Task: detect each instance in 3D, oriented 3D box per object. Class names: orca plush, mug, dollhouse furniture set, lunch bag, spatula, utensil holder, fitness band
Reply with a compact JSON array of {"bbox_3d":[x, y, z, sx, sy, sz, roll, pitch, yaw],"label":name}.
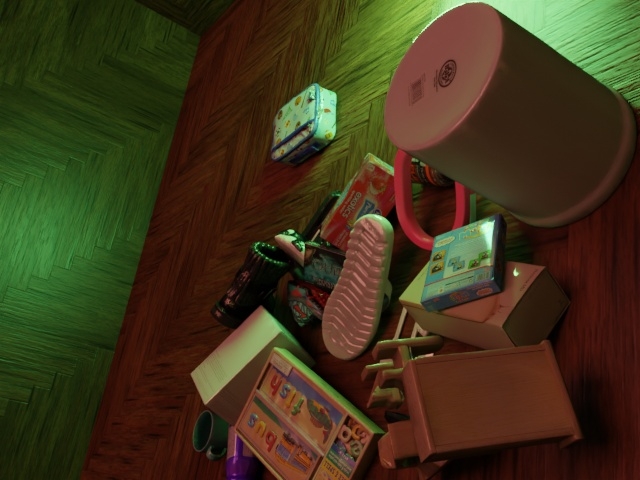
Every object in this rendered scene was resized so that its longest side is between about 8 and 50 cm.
[{"bbox_3d":[-0.006,0.037,1.973,0.102,0.151,0.287,-44,45,-15],"label":"orca plush"},{"bbox_3d":[-0.339,0.634,2.151,0.129,0.098,0.157,-27,49,47],"label":"mug"},{"bbox_3d":[0.258,0.346,1.239,0.394,0.257,0.361,102,162,-58],"label":"dollhouse furniture set"},{"bbox_3d":[-0.060,-0.403,2.386,0.303,0.115,0.243,-28,50,49],"label":"lunch bag"},{"bbox_3d":[0.225,0.215,1.612,0.168,0.019,0.241,3,73,59],"label":"spatula"},{"bbox_3d":[0.369,-0.241,1.323,0.328,0.386,0.327,-35,43,41],"label":"utensil holder"},{"bbox_3d":[0.270,-0.118,1.608,0.209,0.054,0.290,8,108,43],"label":"fitness band"}]

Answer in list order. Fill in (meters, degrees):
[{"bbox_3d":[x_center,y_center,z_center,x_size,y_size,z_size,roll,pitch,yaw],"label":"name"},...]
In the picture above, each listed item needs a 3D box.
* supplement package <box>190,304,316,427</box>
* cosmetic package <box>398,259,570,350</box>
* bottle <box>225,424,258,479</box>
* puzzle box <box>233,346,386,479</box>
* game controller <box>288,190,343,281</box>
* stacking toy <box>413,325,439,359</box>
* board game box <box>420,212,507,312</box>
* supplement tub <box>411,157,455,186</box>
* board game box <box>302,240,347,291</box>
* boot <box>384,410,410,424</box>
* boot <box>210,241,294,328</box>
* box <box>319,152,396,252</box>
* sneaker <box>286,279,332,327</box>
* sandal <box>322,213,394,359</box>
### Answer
[{"bbox_3d":[-0.195,0.371,1.935,0.293,0.175,0.177,-44,31,-3],"label":"supplement package"},{"bbox_3d":[0.325,0.125,1.372,0.160,0.113,0.310,-49,25,-19],"label":"cosmetic package"},{"bbox_3d":[-0.230,0.641,1.967,0.118,0.092,0.282,118,157,-52],"label":"bottle"},{"bbox_3d":[-0.045,0.490,1.712,0.409,0.052,0.272,31,99,42],"label":"puzzle box"},{"bbox_3d":[0.000,0.000,2.087,0.319,0.067,0.166,-56,46,20],"label":"game controller"},{"bbox_3d":[0.245,0.310,1.484,0.166,0.052,0.221,-59,40,14],"label":"stacking toy"},{"bbox_3d":[0.296,0.043,1.368,0.160,0.039,0.211,-22,29,33],"label":"board game box"},{"bbox_3d":[0.287,-0.192,1.696,0.198,0.106,0.105,16,85,60],"label":"supplement tub"},{"bbox_3d":[0.036,0.082,1.851,0.186,0.026,0.126,16,117,29],"label":"board game box"},{"bbox_3d":[0.178,0.444,1.514,0.121,0.045,0.099,0,77,60],"label":"boot"},{"bbox_3d":[-0.176,0.133,2.068,0.260,0.131,0.348,-57,-11,10],"label":"boot"},{"bbox_3d":[0.118,-0.096,1.847,0.256,0.128,0.122,-56,8,17],"label":"box"},{"bbox_3d":[-0.019,0.202,1.959,0.262,0.104,0.125,-151,66,-62],"label":"sneaker"},{"bbox_3d":[0.122,0.132,1.747,0.169,0.102,0.415,34,118,37],"label":"sandal"}]
